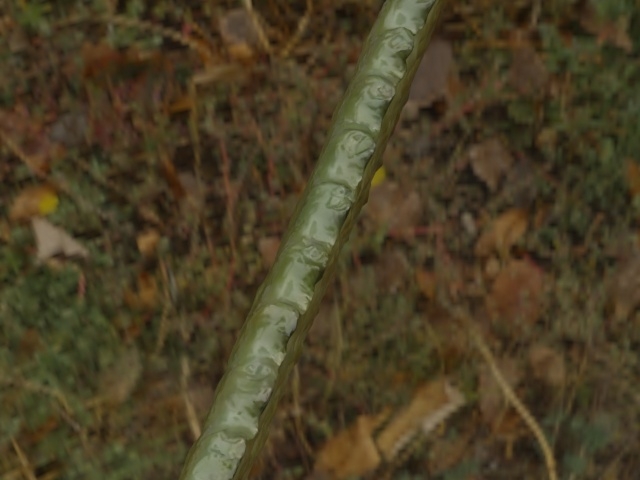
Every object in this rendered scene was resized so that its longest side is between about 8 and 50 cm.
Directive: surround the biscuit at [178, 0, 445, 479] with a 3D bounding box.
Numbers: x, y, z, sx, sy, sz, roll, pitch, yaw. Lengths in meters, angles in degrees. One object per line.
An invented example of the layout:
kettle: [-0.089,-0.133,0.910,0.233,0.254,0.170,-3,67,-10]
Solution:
biscuit: [0.000,0.000,0.424,0.016,0.139,0.231,22,56,0]
